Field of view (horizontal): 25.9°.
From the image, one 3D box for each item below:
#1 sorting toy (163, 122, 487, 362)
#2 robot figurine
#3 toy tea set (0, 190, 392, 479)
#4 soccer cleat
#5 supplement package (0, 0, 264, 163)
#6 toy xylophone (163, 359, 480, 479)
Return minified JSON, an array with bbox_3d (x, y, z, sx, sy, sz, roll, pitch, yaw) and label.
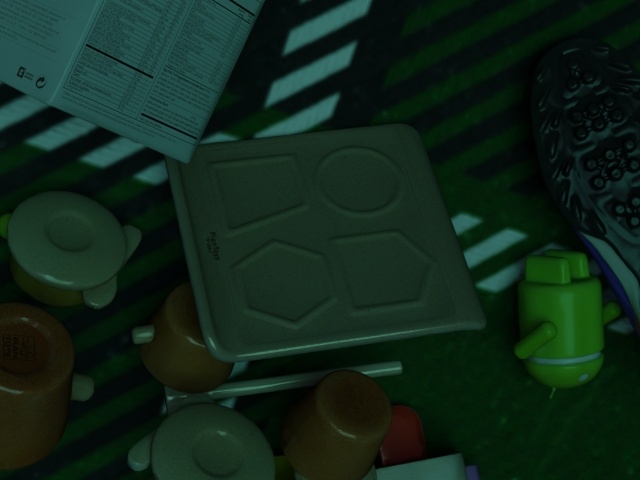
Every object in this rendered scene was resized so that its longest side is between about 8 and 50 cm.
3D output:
[{"bbox_3d":[0.000,0.000,1.016,0.208,0.193,0.038,-4,144,-16],"label":"sorting toy"},{"bbox_3d":[0.193,0.066,1.114,0.101,0.067,0.115,-14,103,-45],"label":"robot figurine"},{"bbox_3d":[-0.118,0.119,0.989,0.336,0.124,0.200,30,46,0],"label":"toy tea set"},{"bbox_3d":[0.256,-0.011,1.111,0.109,0.116,0.318,-28,89,5],"label":"soccer cleat"},{"bbox_3d":[-0.149,-0.189,0.895,0.149,0.194,0.203,21,95,-59],"label":"supplement package"},{"bbox_3d":[-0.014,0.215,1.070,0.323,0.081,0.236,-1,80,-11],"label":"toy xylophone"}]
